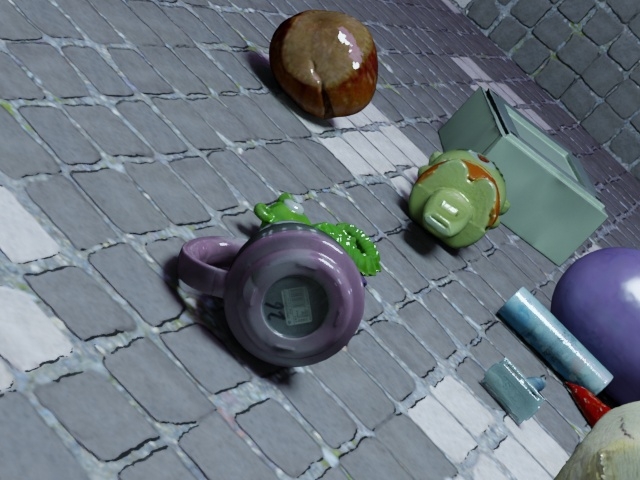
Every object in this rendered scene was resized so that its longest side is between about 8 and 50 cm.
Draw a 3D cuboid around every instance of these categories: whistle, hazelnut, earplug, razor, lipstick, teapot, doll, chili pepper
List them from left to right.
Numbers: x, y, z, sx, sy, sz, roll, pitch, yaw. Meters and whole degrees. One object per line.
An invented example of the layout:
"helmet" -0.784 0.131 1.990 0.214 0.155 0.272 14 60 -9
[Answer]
"teapot" -0.041 0.039 1.060 0.146 0.148 0.116 -105 180 -74
"doll" 0.000 0.000 1.258 0.190 0.050 0.115 23 34 -45
"hazelnut" 0.004 -0.231 1.624 0.154 0.143 0.143 28 19 8
"whistle" 0.180 -0.056 1.615 0.131 0.106 0.288 37 19 4
"razor" 0.229 0.162 1.371 0.068 0.040 0.135 49 17 17
"lipstick" 0.291 0.128 1.529 0.158 0.048 0.048 46 20 9
"chili pepper" 0.346 0.221 1.453 0.027 0.045 0.178 32 15 -50
"earplug" 0.491 0.185 1.570 0.456 0.215 0.215 42 20 7

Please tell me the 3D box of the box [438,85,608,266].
"box" 0.320 -0.112 1.965 0.225 0.117 0.225 35 21 -18

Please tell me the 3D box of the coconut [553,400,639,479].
"coconut" 0.297 0.250 1.045 0.227 0.227 0.230 44 13 6
